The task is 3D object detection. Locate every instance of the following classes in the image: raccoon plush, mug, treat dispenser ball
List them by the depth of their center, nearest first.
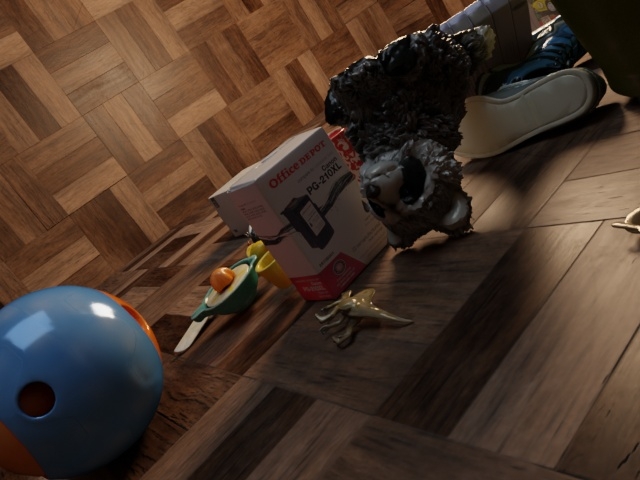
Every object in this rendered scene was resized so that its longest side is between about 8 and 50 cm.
[{"bbox_3d":[-0.390,0.214,0.897,0.288,0.288,0.288,-31,16,10],"label":"treat dispenser ball"},{"bbox_3d":[0.216,-0.184,0.956,0.446,0.299,0.216,-28,4,-25],"label":"raccoon plush"},{"bbox_3d":[0.053,-0.147,1.273,0.113,0.169,0.150,-20,21,40],"label":"mug"}]

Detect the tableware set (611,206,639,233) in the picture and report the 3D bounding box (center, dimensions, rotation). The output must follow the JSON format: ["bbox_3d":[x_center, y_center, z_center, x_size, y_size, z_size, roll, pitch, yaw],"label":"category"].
[{"bbox_3d":[0.384,-0.037,0.572,0.168,0.020,0.141,-35,16,-5],"label":"tableware set"}]

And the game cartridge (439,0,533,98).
[{"bbox_3d":[0.343,-0.393,1.260,0.230,0.068,0.355,-26,-19,17],"label":"game cartridge"}]

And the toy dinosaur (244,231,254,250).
[{"bbox_3d":[-0.171,-0.009,1.561,0.090,0.047,0.082,-22,36,5],"label":"toy dinosaur"}]

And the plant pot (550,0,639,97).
[{"bbox_3d":[0.483,-0.412,0.827,0.366,0.353,0.366,-28,22,12],"label":"plant pot"}]

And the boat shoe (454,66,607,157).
[{"bbox_3d":[0.357,-0.229,1.058,0.099,0.116,0.319,-22,6,-39],"label":"boat shoe"}]

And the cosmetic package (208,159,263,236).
[{"bbox_3d":[-0.208,-0.132,1.781,0.151,0.151,0.184,-17,24,45],"label":"cosmetic package"}]

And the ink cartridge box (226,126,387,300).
[{"bbox_3d":[-0.014,-0.043,0.982,0.172,0.237,0.100,-44,19,-31],"label":"ink cartridge box"}]

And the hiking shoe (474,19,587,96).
[{"bbox_3d":[0.471,-0.347,1.192,0.304,0.113,0.132,-37,38,-6],"label":"hiking shoe"}]

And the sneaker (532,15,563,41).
[{"bbox_3d":[0.596,-0.514,1.412,0.228,0.087,0.092,-16,22,43],"label":"sneaker"}]

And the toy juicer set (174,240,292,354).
[{"bbox_3d":[-0.173,0.072,1.169,0.329,0.089,0.209,-35,22,24],"label":"toy juicer set"}]

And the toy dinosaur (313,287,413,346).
[{"bbox_3d":[0.044,0.097,0.801,0.092,0.053,0.183,-37,16,-14],"label":"toy dinosaur"}]

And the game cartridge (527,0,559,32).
[{"bbox_3d":[0.620,-0.640,1.525,0.060,0.196,0.294,-39,16,-19],"label":"game cartridge"}]

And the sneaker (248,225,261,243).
[{"bbox_3d":[-0.122,-0.054,1.541,0.077,0.072,0.178,-8,35,36],"label":"sneaker"}]
